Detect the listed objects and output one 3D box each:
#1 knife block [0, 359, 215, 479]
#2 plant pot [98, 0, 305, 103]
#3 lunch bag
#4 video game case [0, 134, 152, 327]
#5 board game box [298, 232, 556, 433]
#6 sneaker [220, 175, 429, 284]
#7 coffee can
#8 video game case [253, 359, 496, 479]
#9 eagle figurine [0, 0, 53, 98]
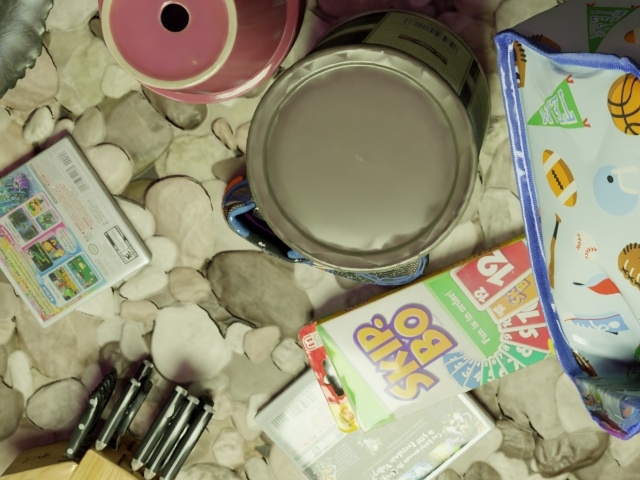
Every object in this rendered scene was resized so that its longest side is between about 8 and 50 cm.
[{"bbox_3d":[-0.200,0.272,1.919,0.242,0.088,0.275,-12,101,11],"label":"knife block"},{"bbox_3d":[-0.126,-0.221,1.739,0.201,0.180,0.201,2,104,8],"label":"plant pot"},{"bbox_3d":[0.359,-0.045,1.622,0.328,0.239,0.385,-25,121,-28],"label":"lunch bag"},{"bbox_3d":[-0.276,-0.008,1.897,0.143,0.019,0.157,-32,99,14],"label":"video game case"},{"bbox_3d":[0.116,0.098,1.844,0.259,0.039,0.124,-23,97,8],"label":"board game box"},{"bbox_3d":[0.000,0.000,1.824,0.221,0.087,0.083,14,106,5],"label":"sneaker"},{"bbox_3d":[0.053,-0.100,1.693,0.202,0.275,0.201,2,104,8],"label":"coffee can"},{"bbox_3d":[0.056,0.188,1.898,0.190,0.022,0.173,-41,95,14],"label":"video game case"},{"bbox_3d":[-0.350,-0.289,1.775,0.298,0.225,0.226,-40,52,44],"label":"eagle figurine"}]
